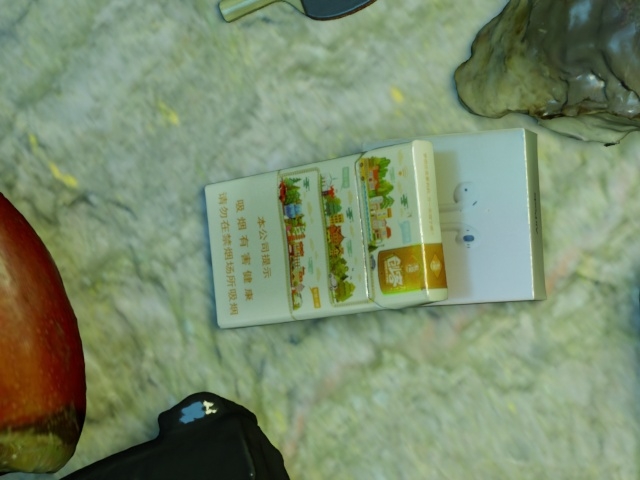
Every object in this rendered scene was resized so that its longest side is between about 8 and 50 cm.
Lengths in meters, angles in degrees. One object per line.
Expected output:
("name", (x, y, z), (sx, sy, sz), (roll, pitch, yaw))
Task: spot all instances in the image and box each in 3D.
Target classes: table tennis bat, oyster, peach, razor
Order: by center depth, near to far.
("oyster", (0.255, -0.131, 1.353), (0.341, 0.110, 0.166), (22, 90, 32))
("peach", (-0.380, 0.089, 1.453), (0.417, 0.339, 0.353), (31, 99, 13))
("razor", (-0.165, 0.262, 1.470), (0.327, 0.107, 0.189), (-33, 53, 17))
("table tennis bat", (-0.010, -0.213, 1.502), (0.156, 0.013, 0.087), (-21, 82, 17))

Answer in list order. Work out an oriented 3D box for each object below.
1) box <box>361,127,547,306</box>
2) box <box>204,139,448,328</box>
("box", (0.103, -0.015, 1.435), (0.129, 0.051, 0.130), (-4, 87, 20))
("box", (0.001, 0.000, 1.441), (0.220, 0.032, 0.122), (-10, 83, 42))
